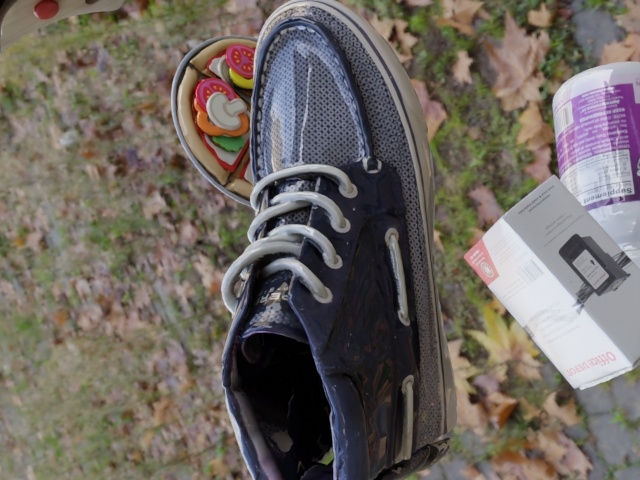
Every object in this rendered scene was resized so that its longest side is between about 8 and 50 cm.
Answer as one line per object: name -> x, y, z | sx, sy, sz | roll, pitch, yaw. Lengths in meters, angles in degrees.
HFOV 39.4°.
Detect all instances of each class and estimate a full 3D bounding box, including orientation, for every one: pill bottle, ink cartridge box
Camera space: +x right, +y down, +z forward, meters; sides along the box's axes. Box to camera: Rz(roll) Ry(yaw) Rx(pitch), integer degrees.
pill bottle -> 0.408, -0.069, 1.191 | 0.169, 0.169, 0.302 | -32, 54, 56
ink cartridge box -> 0.200, 0.038, 0.728 | 0.150, 0.063, 0.109 | 50, 161, 9

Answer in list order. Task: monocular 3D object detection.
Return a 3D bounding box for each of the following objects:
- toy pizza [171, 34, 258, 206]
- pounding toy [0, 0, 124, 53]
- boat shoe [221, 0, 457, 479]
toy pizza -> -0.057, -0.127, 0.921 | 0.032, 0.201, 0.201 | -32, 81, 51
pounding toy -> -0.326, -0.332, 1.022 | 0.269, 0.154, 0.155 | -33, 71, 10
boat shoe -> 0.000, 0.000, 0.571 | 0.127, 0.158, 0.341 | -16, 86, 27
